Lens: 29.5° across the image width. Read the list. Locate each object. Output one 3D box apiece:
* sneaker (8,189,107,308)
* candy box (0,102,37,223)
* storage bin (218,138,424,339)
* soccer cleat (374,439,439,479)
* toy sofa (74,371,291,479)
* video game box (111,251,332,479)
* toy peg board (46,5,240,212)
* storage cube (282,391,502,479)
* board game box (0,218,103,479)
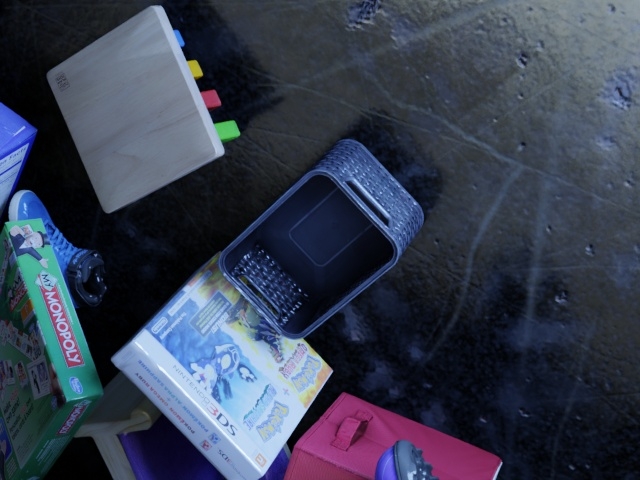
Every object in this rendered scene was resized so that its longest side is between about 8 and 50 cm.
[{"bbox_3d":[-0.290,0.010,1.376,0.084,0.058,0.152,-2,116,28],"label":"sneaker"},{"bbox_3d":[-0.500,-0.070,1.381,0.268,0.122,0.317,35,128,3],"label":"candy box"},{"bbox_3d":[0.000,0.000,1.227,0.122,0.084,0.180,46,124,-4],"label":"storage bin"},{"bbox_3d":[0.078,0.341,1.125,0.116,0.108,0.318,-10,102,14],"label":"soccer cleat"},{"bbox_3d":[-0.119,0.309,1.403,0.177,0.150,0.363,-10,111,29],"label":"toy sofa"},{"bbox_3d":[-0.095,0.131,1.265,0.048,0.205,0.187,-37,98,33],"label":"video game box"},{"bbox_3d":[-0.174,-0.135,1.250,0.161,0.079,0.161,-24,89,31],"label":"toy peg board"},{"bbox_3d":[0.058,0.302,1.277,0.193,0.183,0.215,21,106,12],"label":"storage cube"},{"bbox_3d":[-0.344,0.147,1.377,0.317,0.046,0.214,-49,58,49],"label":"board game box"}]
